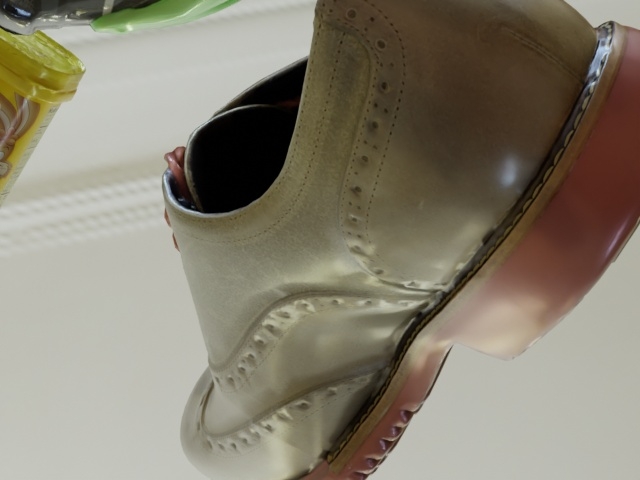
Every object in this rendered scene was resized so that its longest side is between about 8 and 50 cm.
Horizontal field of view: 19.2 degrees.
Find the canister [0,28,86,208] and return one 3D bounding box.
[{"bbox_3d":[-0.254,-0.077,1.285,0.126,0.073,0.170,34,-74,9],"label":"canister"}]

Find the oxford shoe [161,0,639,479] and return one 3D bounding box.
[{"bbox_3d":[0.000,0.000,0.686,0.130,0.348,0.123,29,-124,-7],"label":"oxford shoe"}]

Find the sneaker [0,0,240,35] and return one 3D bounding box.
[{"bbox_3d":[-0.183,-0.318,0.915,0.202,0.185,0.482,-25,-98,-7],"label":"sneaker"}]
